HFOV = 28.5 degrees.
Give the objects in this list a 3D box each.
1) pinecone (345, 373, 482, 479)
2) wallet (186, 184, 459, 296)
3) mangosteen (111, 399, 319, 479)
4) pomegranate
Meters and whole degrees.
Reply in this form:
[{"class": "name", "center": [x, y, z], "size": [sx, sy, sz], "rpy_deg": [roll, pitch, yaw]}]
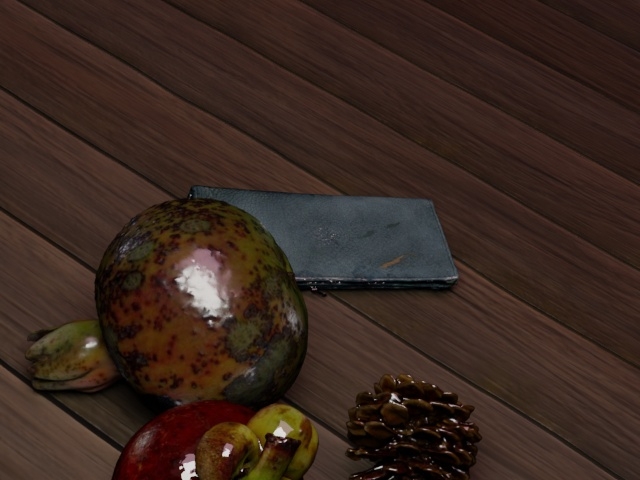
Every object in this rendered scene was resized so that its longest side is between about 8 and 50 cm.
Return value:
[{"class": "pinecone", "center": [0.102, 0.251, 1.471], "size": [0.163, 0.163, 0.165], "rpy_deg": [17, 51, 2]}, {"class": "wallet", "center": [0.000, 0.000, 1.799], "size": [0.379, 0.046, 0.191], "rpy_deg": [2, 43, -16]}, {"class": "mangosteen", "center": [-0.098, 0.259, 1.320], "size": [0.215, 0.257, 0.215], "rpy_deg": [28, 40, -27]}, {"class": "pomegranate", "center": [-0.190, 0.102, 1.498], "size": [0.341, 0.285, 0.285], "rpy_deg": [-21, 45, 5]}]
